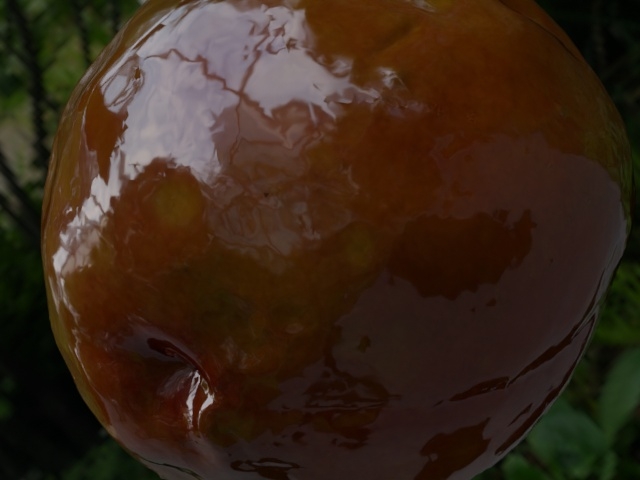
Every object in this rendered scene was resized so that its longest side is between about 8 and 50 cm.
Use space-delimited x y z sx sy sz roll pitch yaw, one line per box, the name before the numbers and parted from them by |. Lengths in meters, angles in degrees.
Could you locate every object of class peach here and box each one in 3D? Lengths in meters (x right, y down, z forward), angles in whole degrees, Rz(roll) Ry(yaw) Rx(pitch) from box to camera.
peach | 0.000 0.000 1.054 0.343 0.343 0.301 -32 16 39
